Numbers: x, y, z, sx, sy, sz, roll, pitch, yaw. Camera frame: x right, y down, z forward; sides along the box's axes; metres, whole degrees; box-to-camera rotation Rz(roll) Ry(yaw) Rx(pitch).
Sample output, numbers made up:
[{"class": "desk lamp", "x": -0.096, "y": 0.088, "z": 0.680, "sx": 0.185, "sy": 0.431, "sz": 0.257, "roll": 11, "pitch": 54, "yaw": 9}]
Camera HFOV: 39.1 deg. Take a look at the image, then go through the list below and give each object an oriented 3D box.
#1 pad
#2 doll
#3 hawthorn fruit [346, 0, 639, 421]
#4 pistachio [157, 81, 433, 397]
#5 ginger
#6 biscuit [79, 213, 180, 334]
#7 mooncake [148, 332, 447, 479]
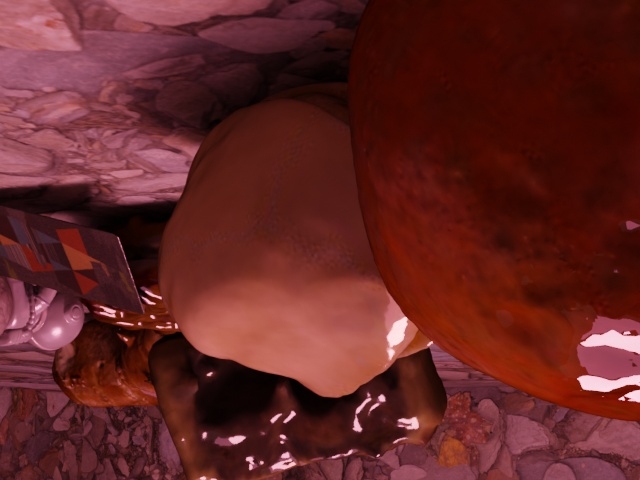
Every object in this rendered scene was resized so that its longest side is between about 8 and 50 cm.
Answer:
[{"class": "pad", "x": -0.303, "y": 0.016, "z": 1.005, "sx": 0.211, "sy": 0.003, "sz": 0.143, "roll": 13, "pitch": 141, "yaw": 16}, {"class": "doll", "x": -0.457, "y": 0.102, "z": 1.315, "sx": 0.150, "sy": 0.151, "sz": 0.287, "roll": -7, "pitch": 167, "yaw": 29}, {"class": "hawthorn fruit", "x": 0.163, "y": -0.030, "z": 0.435, "sx": 0.276, "sy": 0.298, "sz": 0.277, "roll": -16, "pitch": 136, "yaw": -16}, {"class": "pistachio", "x": 0.000, "y": 0.000, "z": 0.711, "sx": 0.229, "sy": 0.238, "sz": 0.321, "roll": -32, "pitch": -167, "yaw": -35}, {"class": "ginger", "x": -0.343, "y": 0.212, "z": 1.674, "sx": 0.418, "sy": 0.176, "sz": 0.254, "roll": -1, "pitch": 152, "yaw": 23}, {"class": "biscuit", "x": -0.157, "y": 0.046, "z": 1.126, "sx": 0.268, "sy": 0.115, "sz": 0.366, "roll": 13, "pitch": 160, "yaw": -42}, {"class": "mooncake", "x": -0.025, "y": 0.209, "z": 1.329, "sx": 0.394, "sy": 0.246, "sz": 0.393, "roll": -7, "pitch": -169, "yaw": 43}]
